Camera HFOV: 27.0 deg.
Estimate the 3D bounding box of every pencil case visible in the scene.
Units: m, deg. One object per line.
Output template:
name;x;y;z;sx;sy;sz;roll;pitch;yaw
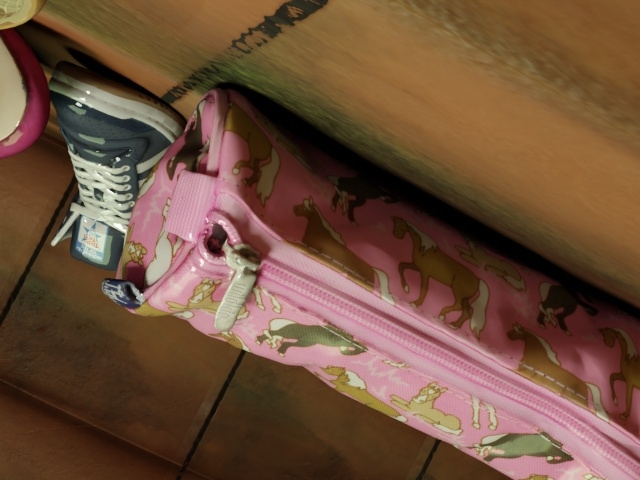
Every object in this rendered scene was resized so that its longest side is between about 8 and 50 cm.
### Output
pencil case;0.060;0.051;0.873;0.386;0.167;0.160;28;141;-18

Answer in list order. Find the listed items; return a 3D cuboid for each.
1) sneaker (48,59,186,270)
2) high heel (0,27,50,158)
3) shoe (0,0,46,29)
sneaker;-0.189;-0.053;1.175;0.099;0.153;0.282;26;176;11
high heel;-0.257;-0.126;1.129;0.181;0.127;0.377;17;-172;-36
shoe;-0.224;-0.168;0.647;0.219;0.058;0.076;22;145;8
